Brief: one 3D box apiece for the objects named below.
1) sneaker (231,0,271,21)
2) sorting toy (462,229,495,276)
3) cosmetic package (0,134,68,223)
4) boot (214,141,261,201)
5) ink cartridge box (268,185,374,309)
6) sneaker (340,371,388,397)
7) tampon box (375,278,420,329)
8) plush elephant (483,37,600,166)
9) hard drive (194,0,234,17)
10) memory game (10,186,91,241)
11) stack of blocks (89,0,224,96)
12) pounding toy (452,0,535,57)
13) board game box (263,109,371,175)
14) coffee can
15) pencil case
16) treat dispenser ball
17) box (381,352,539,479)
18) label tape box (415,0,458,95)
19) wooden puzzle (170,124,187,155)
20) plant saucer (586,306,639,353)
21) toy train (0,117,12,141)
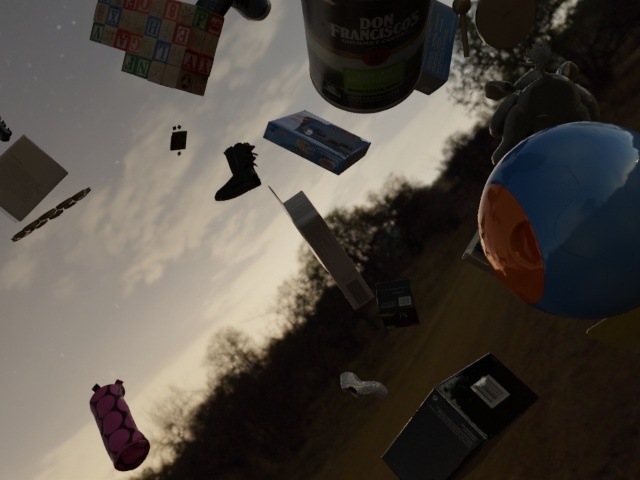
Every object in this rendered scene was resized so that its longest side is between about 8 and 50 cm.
[{"bbox_3d":[-0.260,-0.701,1.821,0.163,0.226,0.086,5,-65,-57],"label":"sneaker"},{"bbox_3d":[0.574,0.023,1.859,0.257,0.256,0.089,-45,-20,-53],"label":"sorting toy"},{"bbox_3d":[-0.809,-0.163,1.728,0.183,0.151,0.151,-52,23,-19],"label":"cosmetic package"},{"bbox_3d":[-0.182,-0.146,1.355,0.121,0.099,0.045,-22,-10,23],"label":"boot"},{"bbox_3d":[0.000,0.000,1.598,0.066,0.296,0.261,-35,34,-1],"label":"ink cartridge box"},{"bbox_3d":[0.127,0.443,1.896,0.061,0.152,0.053,-81,13,-54],"label":"sneaker"},{"bbox_3d":[0.258,0.215,2.140,0.121,0.101,0.161,-10,-34,11],"label":"tampon box"},{"bbox_3d":[0.576,-0.351,1.687,0.272,0.329,0.255,-6,11,14],"label":"plush elephant"},{"bbox_3d":[-0.255,-0.515,1.448,0.135,0.094,0.022,-54,-36,4],"label":"hard drive"},{"bbox_3d":[-0.547,-0.054,1.312,0.186,0.012,0.186,-33,11,7],"label":"memory game"},{"bbox_3d":[-0.362,-0.433,1.380,0.087,0.297,0.171,-1,-69,-59],"label":"stack of blocks"},{"bbox_3d":[0.482,-0.636,1.834,0.237,0.182,0.110,-18,22,-10],"label":"pounding toy"},{"bbox_3d":[0.000,-0.195,1.247,0.039,0.160,0.211,-66,-9,24],"label":"board game box"},{"bbox_3d":[0.071,-0.358,1.006,0.201,0.201,0.275,-45,-17,-13],"label":"coffee can"},{"bbox_3d":[-0.452,0.414,1.447,0.098,0.209,0.095,-45,-41,-1],"label":"pencil case"},{"bbox_3d":[0.378,-0.028,0.935,0.288,0.288,0.288,-46,-7,-7],"label":"treat dispenser ball"},{"bbox_3d":[0.357,0.483,1.654,0.296,0.183,0.294,-13,-42,-48],"label":"box"},{"bbox_3d":[0.215,-0.608,1.861,0.115,0.348,0.249,148,137,-66],"label":"label tape box"},{"bbox_3d":[-0.365,-0.257,1.649,0.049,0.006,0.083,-18,-55,-51],"label":"wooden puzzle"},{"bbox_3d":[0.689,0.099,1.116,0.333,0.080,0.332,-15,-24,-13],"label":"plant saucer"},{"bbox_3d":[-0.796,-0.280,1.586,0.027,0.158,0.036,7,-67,-44],"label":"toy train"}]
